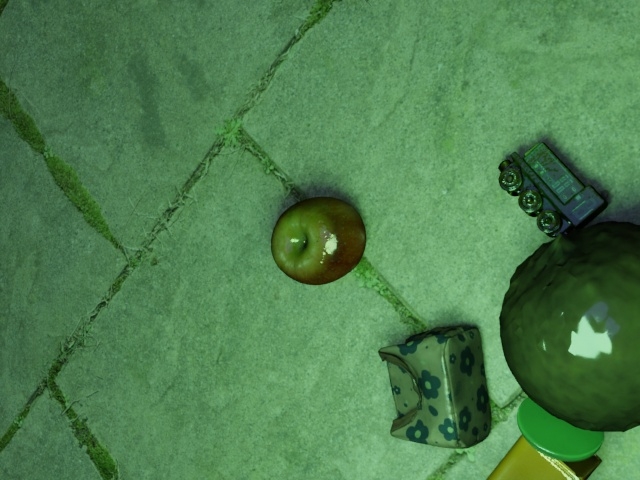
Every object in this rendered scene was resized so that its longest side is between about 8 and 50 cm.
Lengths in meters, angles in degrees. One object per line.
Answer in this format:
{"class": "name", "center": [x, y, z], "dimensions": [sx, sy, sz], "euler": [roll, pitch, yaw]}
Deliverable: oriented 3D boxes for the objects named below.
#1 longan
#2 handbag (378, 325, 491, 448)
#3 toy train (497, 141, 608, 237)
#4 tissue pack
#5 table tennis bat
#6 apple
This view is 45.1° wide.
{"class": "longan", "center": [0.515, 0.154, 1.408], "dimensions": [0.391, 0.391, 0.391], "euler": [-1, 88, 29]}
{"class": "handbag", "center": [0.245, 0.317, 1.672], "dimensions": [0.193, 0.190, 0.251], "euler": [-8, 89, 39]}
{"class": "toy train", "center": [0.476, -0.105, 1.608], "dimensions": [0.137, 0.090, 0.225], "euler": [-42, 69, 14]}
{"class": "tissue pack", "center": [0.411, 0.515, 1.559], "dimensions": [0.145, 0.194, 0.274], "euler": [39, 106, 24]}
{"class": "table tennis bat", "center": [0.503, 0.347, 1.505], "dimensions": [0.160, 0.257, 0.039], "euler": [-125, 30, -43]}
{"class": "apple", "center": [0.000, 0.000, 1.823], "dimensions": [0.235, 0.173, 0.210], "euler": [7, 96, 38]}
